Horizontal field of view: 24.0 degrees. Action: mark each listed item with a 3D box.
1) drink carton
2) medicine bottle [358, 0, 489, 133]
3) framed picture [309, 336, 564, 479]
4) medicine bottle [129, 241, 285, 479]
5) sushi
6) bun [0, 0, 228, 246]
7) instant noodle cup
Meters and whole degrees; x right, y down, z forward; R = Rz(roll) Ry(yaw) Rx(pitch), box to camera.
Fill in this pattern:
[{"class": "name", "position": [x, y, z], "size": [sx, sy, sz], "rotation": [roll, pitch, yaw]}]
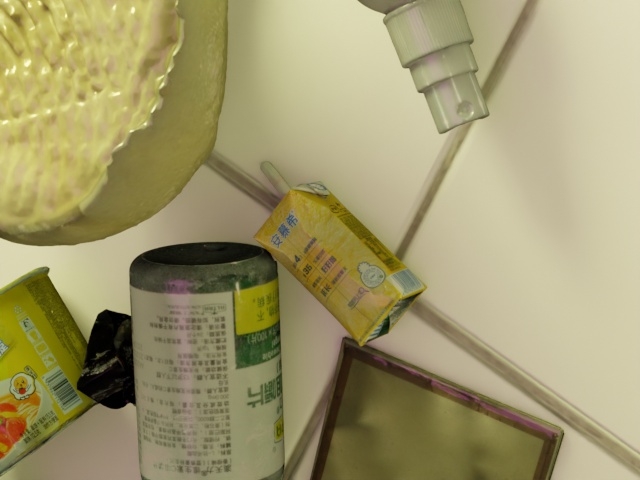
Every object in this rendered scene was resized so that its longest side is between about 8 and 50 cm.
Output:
[{"class": "drink carton", "position": [0.000, 0.000, 1.374], "size": [0.200, 0.074, 0.084], "rotation": [44, 118, 14]}, {"class": "medicine bottle", "position": [0.059, -0.261, 1.260], "size": [0.110, 0.110, 0.352], "rotation": [-20, 90, 32]}, {"class": "framed picture", "position": [0.100, 0.205, 1.394], "size": [0.231, 0.010, 0.173], "rotation": [23, 111, 25]}, {"class": "medicine bottle", "position": [-0.106, 0.155, 1.429], "size": [0.141, 0.141, 0.293], "rotation": [5, 102, 30]}, {"class": "sushi", "position": [-0.195, 0.123, 1.503], "size": [0.056, 0.084, 0.083], "rotation": [-31, 43, 22]}, {"class": "bun", "position": [-0.213, -0.175, 1.309], "size": [0.364, 0.202, 0.364], "rotation": [2, 94, 32]}, {"class": "instant noodle cup", "position": [-0.313, 0.140, 1.527], "size": [0.205, 0.205, 0.153], "rotation": [-39, 89, 31]}]
